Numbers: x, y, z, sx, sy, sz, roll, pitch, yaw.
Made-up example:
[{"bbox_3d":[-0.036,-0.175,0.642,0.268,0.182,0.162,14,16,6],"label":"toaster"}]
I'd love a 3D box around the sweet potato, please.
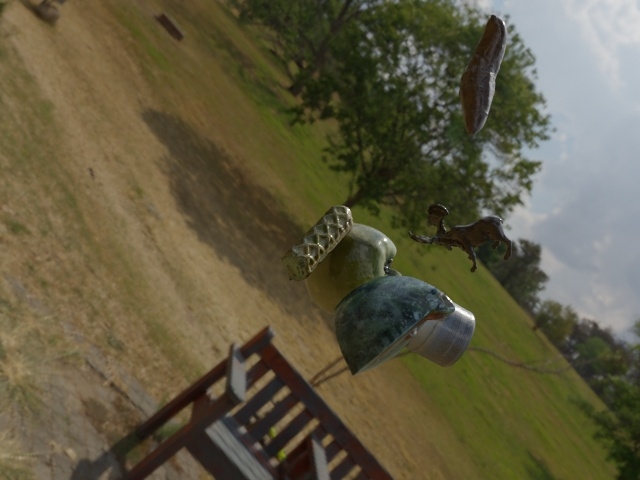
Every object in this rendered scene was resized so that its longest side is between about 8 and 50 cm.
[{"bbox_3d":[0.412,-0.414,1.834,0.092,0.342,0.114,17,-14,-3],"label":"sweet potato"}]

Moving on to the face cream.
[{"bbox_3d":[0.324,0.247,1.970,0.152,0.177,0.177,30,9,-9],"label":"face cream"}]

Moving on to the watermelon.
[{"bbox_3d":[0.162,0.233,1.721,0.290,0.319,0.214,-59,138,-39],"label":"watermelon"}]

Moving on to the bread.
[{"bbox_3d":[0.000,-0.001,1.867,0.087,0.269,0.098,7,-52,36],"label":"bread"}]

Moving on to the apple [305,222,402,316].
[{"bbox_3d":[0.096,0.090,2.051,0.292,0.254,0.292,18,68,-51],"label":"apple"}]

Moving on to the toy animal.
[{"bbox_3d":[0.341,-0.014,1.713,0.186,0.214,0.094,50,30,-29],"label":"toy animal"}]
